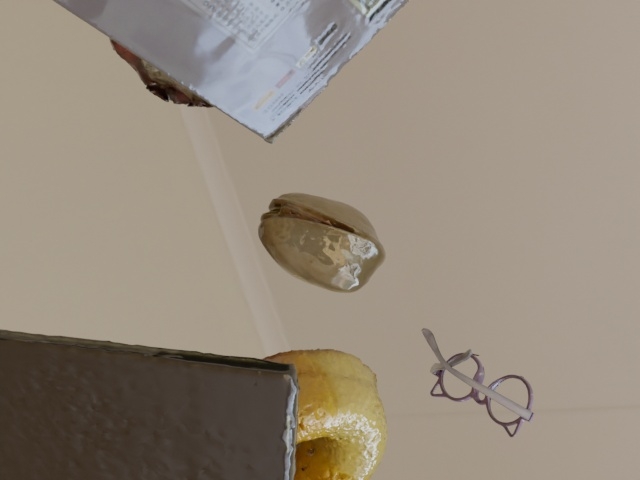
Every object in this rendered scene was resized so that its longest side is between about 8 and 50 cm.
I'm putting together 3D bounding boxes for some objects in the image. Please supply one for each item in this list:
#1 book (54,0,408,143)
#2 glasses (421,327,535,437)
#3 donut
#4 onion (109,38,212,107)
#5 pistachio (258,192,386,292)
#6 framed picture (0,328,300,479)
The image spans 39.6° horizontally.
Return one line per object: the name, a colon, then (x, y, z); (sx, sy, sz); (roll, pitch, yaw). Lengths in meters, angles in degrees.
book: (-0.037, -0.124, 0.383); (0.127, 0.182, 0.014); (-45, -130, 14)
glasses: (0.140, 0.138, 0.897); (0.140, 0.104, 0.062); (22, -97, 49)
donut: (-0.031, 0.173, 0.726); (0.074, 0.190, 0.174); (-114, -178, -48)
onion: (-0.138, -0.302, 1.035); (0.272, 0.195, 0.272); (14, -50, 17)
pistachio: (0.000, 0.000, 1.023); (0.113, 0.149, 0.113); (-55, -158, 35)
framed picture: (-0.174, 0.145, 0.400); (0.324, 0.013, 0.244); (6, -69, 6)
